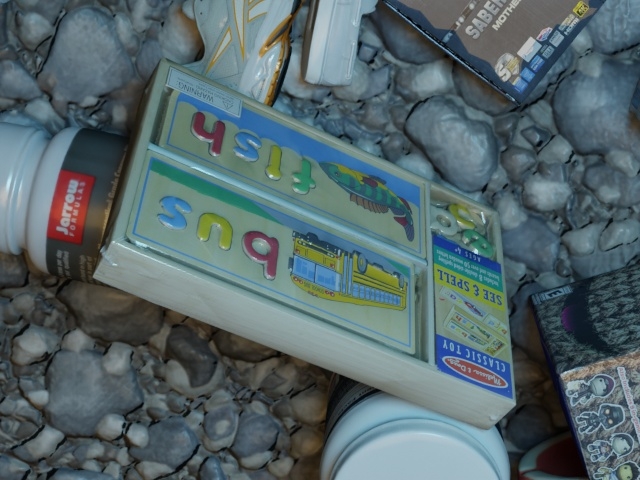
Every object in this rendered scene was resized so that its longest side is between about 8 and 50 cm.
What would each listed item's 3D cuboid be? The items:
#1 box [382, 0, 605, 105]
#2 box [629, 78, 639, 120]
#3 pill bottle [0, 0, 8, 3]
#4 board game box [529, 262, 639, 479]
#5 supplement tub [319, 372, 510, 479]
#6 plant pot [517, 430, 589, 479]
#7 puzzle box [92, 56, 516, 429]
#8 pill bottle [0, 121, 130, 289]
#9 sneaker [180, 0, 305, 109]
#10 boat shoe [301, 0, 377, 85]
[{"bbox_3d":[0.202,-0.283,1.163,0.183,0.059,0.233,37,105,-6],"label":"box"},{"bbox_3d":[0.434,-0.139,1.163,0.203,0.114,0.103,18,108,-2],"label":"box"},{"bbox_3d":[-0.419,-0.339,1.132,0.264,0.153,0.153,20,106,-4],"label":"pill bottle"},{"bbox_3d":[0.385,0.115,1.179,0.291,0.232,0.141,-17,105,7],"label":"board game box"},{"bbox_3d":[0.097,0.216,1.203,0.191,0.272,0.191,1,107,3],"label":"supplement tub"},{"bbox_3d":[0.337,0.339,1.244,0.274,0.275,0.243,-13,95,7],"label":"plant pot"},{"bbox_3d":[0.000,0.000,1.106,0.408,0.272,0.052,23,132,-18],"label":"puzzle box"},{"bbox_3d":[-0.212,-0.029,1.205,0.283,0.161,0.161,12,107,-1],"label":"pill bottle"},{"bbox_3d":[-0.076,-0.253,1.165,0.121,0.099,0.262,19,109,2],"label":"sneaker"},{"bbox_3d":[0.027,-0.247,1.183,0.063,0.066,0.184,8,105,-14],"label":"boat shoe"}]
